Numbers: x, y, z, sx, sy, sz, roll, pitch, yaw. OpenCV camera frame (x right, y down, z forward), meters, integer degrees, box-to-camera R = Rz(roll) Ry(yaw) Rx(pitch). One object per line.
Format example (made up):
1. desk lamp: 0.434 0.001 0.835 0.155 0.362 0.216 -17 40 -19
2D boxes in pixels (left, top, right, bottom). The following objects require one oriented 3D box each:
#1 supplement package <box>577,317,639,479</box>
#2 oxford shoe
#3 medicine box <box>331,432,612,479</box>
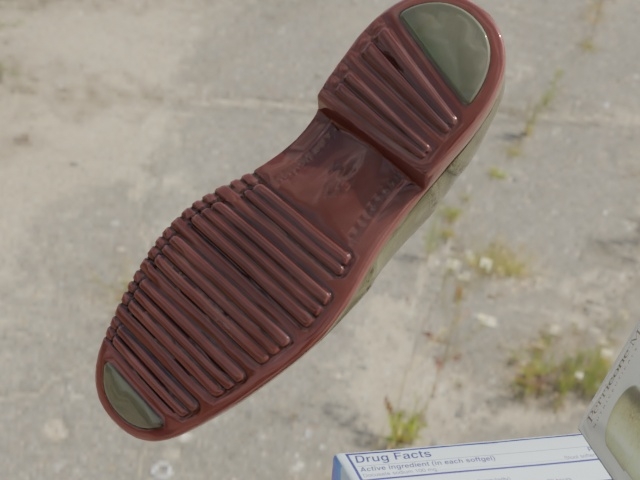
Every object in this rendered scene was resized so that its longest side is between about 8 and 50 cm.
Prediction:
1. supplement package: 0.302 0.109 0.769 0.198 0.199 0.263 27 9 -7
2. oxford shoe: 0.000 0.000 0.898 0.123 0.348 0.130 47 4 17
3. medicine box: 0.167 0.289 1.072 0.263 0.149 0.289 -2 24 -17
